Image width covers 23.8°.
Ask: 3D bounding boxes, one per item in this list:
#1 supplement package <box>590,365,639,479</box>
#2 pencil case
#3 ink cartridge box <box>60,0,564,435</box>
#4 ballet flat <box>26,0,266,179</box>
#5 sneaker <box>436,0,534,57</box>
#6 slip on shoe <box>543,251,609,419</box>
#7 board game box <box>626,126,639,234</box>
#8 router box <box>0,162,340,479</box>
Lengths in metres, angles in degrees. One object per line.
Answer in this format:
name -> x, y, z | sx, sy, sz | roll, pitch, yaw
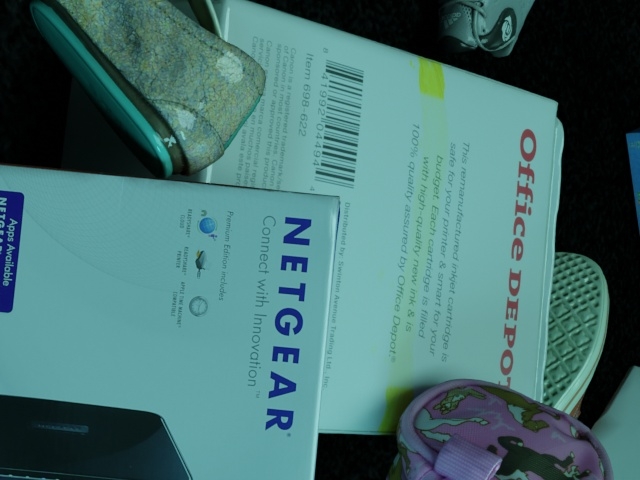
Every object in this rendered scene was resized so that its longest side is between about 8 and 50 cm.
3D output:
supplement package -> 0.336, 0.296, 1.427 | 0.177, 0.175, 0.293 | -50, 146, -33
pencil case -> 0.079, 0.284, 1.113 | 0.167, 0.160, 0.386 | -82, -169, -63
ink cartridge box -> 0.000, 0.000, 1.129 | 0.384, 0.160, 0.279 | 11, 84, -46
ballet flat -> -0.152, -0.177, 0.919 | 0.106, 0.107, 0.316 | -41, 89, -15
sneaker -> 0.119, -0.233, 1.309 | 0.228, 0.086, 0.132 | 35, 69, -43
slip on shoe -> 0.181, 0.164, 1.378 | 0.101, 0.123, 0.331 | 54, 52, -61
board game box -> 0.413, -0.067, 1.662 | 0.211, 0.039, 0.160 | -24, 108, -44
router box -> -0.151, 0.126, 0.888 | 0.082, 0.301, 0.336 | 81, 14, -86
